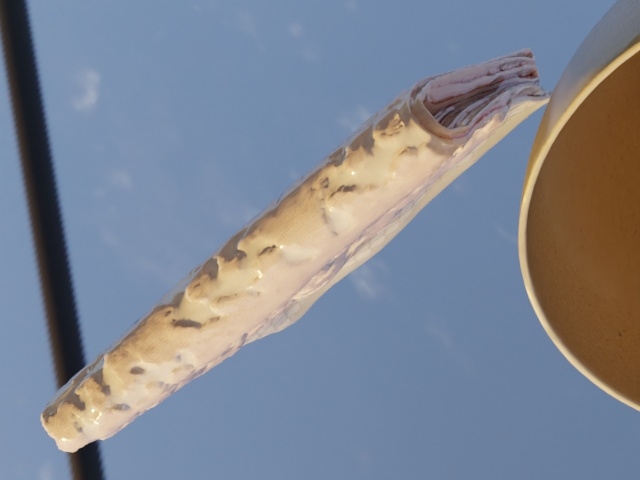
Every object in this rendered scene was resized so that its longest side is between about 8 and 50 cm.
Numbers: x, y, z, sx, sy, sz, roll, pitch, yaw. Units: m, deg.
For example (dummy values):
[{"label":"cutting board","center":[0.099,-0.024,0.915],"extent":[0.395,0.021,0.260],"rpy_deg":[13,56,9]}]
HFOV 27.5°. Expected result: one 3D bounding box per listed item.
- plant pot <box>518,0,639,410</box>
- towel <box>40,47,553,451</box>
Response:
[{"label":"plant pot","center":[0.249,-0.057,0.701],"extent":[0.284,0.284,0.191],"rpy_deg":[-19,-147,21]},{"label":"towel","center":[0.000,0.000,0.895],"extent":[0.332,0.317,0.053],"rpy_deg":[-41,-96,25]}]
